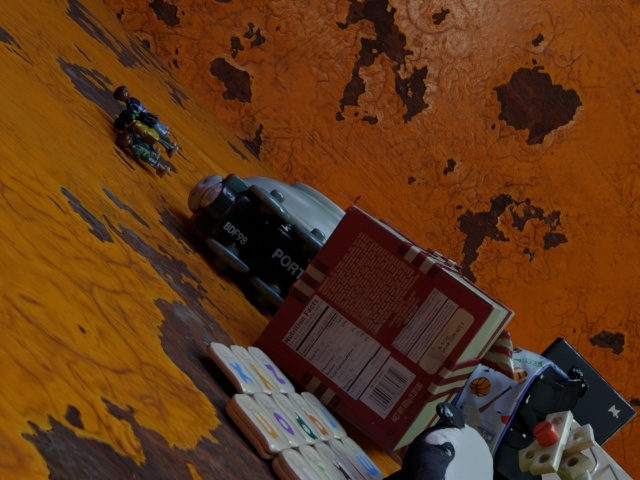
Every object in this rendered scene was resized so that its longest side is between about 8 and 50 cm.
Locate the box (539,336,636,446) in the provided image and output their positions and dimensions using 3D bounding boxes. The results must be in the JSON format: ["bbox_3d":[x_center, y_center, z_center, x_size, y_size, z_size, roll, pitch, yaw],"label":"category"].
[{"bbox_3d":[0.494,0.385,2.231,0.212,0.293,0.395,46,5,11],"label":"box"}]

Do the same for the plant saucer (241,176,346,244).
[{"bbox_3d":[0.000,0.000,1.839,0.400,0.100,0.400,39,-9,7],"label":"plant saucer"}]

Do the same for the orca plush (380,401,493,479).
[{"bbox_3d":[0.109,0.270,1.069,0.151,0.102,0.287,66,18,-11],"label":"orca plush"}]

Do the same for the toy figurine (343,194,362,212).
[{"bbox_3d":[0.134,0.103,2.211,0.217,0.191,0.362,47,4,-47],"label":"toy figurine"}]

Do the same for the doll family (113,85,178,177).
[{"bbox_3d":[-0.289,-0.179,1.633,0.111,0.076,0.193,38,3,-28],"label":"doll family"}]

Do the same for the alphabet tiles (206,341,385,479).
[{"bbox_3d":[-0.009,0.216,1.067,0.278,0.021,0.284,47,5,16],"label":"alphabet tiles"}]

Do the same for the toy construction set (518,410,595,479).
[{"bbox_3d":[0.375,0.375,1.294,0.328,0.215,0.151,48,-31,-7],"label":"toy construction set"}]

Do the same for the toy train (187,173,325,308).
[{"bbox_3d":[-0.063,0.027,1.536,0.334,0.142,0.190,41,-5,-24],"label":"toy train"}]

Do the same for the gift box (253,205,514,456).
[{"bbox_3d":[0.101,0.135,1.331,0.276,0.255,0.258,41,6,15],"label":"gift box"}]

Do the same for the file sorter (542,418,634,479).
[{"bbox_3d":[0.454,0.458,1.937,0.278,0.193,0.173,46,8,-1],"label":"file sorter"}]

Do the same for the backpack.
[{"bbox_3d":[0.260,0.265,1.528,0.213,0.277,0.263,20,-13,21],"label":"backpack"}]
